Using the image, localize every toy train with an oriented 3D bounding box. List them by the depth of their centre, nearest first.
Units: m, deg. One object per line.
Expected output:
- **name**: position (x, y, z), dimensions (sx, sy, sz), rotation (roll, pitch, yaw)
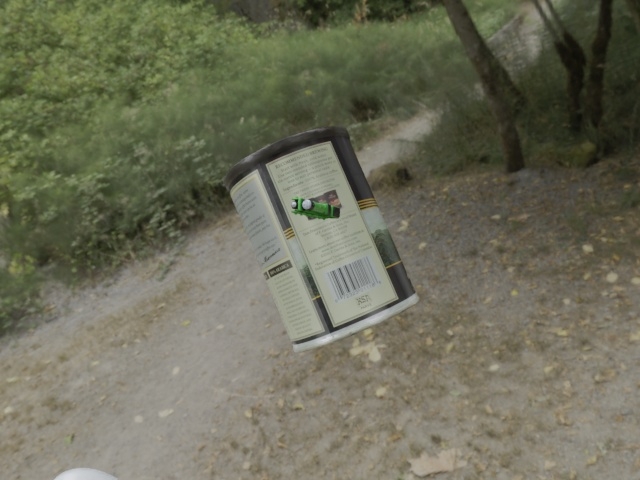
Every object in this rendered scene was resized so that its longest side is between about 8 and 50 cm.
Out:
- **toy train**: position (-0.003, -0.031, 0.544), dimensions (0.024, 0.017, 0.083), rotation (2, -2, 24)

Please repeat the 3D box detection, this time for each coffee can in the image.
- **coffee can**: position (0.000, 0.000, 0.807), dimensions (0.202, 0.275, 0.201), rotation (-22, -4, -2)

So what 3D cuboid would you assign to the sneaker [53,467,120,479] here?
- **sneaker**: position (-0.184, 0.354, 0.442), dimensions (0.108, 0.292, 0.169), rotation (-19, 5, 10)
